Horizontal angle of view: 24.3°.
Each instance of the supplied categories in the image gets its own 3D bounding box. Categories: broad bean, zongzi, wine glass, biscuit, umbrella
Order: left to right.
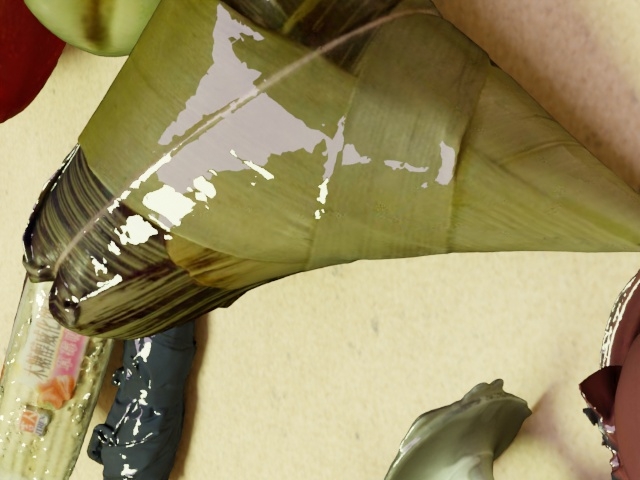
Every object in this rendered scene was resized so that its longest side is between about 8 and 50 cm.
[{"bbox_3d":[-0.190,0.056,1.117,0.186,0.079,0.309,-95,21,-54],"label":"biscuit"},{"bbox_3d":[-0.122,-0.212,0.949,0.263,0.121,0.189,-83,3,-62],"label":"broad bean"},{"bbox_3d":[-0.123,0.085,1.079,0.071,0.071,0.248,39,125,40],"label":"umbrella"},{"bbox_3d":[0.000,0.000,0.830,0.317,0.154,0.289,45,117,24],"label":"zongzi"},{"bbox_3d":[0.128,0.186,0.769,0.222,0.103,0.103,53,133,30],"label":"wine glass"}]

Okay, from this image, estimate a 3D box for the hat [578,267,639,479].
[{"bbox_3d":[0.195,0.084,0.676,0.205,0.089,0.205,13,106,50],"label":"hat"}]

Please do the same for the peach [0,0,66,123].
[{"bbox_3d":[-0.325,-0.227,1.112,0.308,0.308,0.332,-28,91,49],"label":"peach"}]
